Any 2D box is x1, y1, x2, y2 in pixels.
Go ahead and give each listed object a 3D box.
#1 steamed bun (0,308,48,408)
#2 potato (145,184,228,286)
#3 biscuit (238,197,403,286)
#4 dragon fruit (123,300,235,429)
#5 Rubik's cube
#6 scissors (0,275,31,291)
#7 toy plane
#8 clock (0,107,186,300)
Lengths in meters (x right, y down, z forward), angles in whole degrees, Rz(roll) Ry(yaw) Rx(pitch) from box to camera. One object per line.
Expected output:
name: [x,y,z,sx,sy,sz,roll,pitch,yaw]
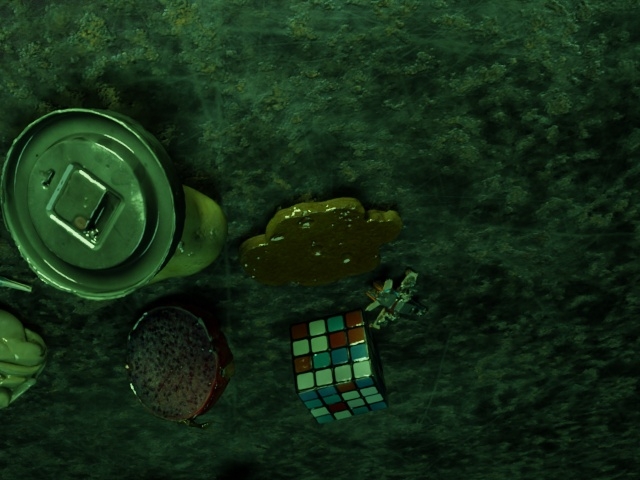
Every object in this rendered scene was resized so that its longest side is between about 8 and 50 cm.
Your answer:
steamed bun: [-0.621,0.236,1.636,0.218,0.144,0.211,-27,137,21]
potato: [-0.291,0.003,1.411,0.296,0.141,0.191,-26,154,18]
biscuit: [0.000,0.000,1.534,0.290,0.041,0.208,-16,141,8]
dragon fruit: [-0.242,0.226,1.681,0.223,0.218,0.148,22,-172,23]
Rubik's cube: [0.038,0.251,1.761,0.154,0.155,0.151,-15,141,9]
scissors: [-0.560,0.069,1.543,0.119,0.014,0.058,18,136,-24]
toy plane: [0.162,0.124,1.700,0.188,0.062,0.135,27,104,-39]
clock: [-0.326,-0.053,1.278,0.280,0.055,0.281,4,106,15]
